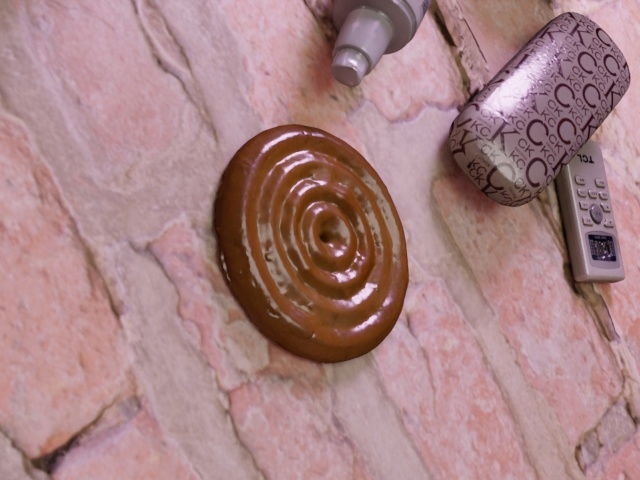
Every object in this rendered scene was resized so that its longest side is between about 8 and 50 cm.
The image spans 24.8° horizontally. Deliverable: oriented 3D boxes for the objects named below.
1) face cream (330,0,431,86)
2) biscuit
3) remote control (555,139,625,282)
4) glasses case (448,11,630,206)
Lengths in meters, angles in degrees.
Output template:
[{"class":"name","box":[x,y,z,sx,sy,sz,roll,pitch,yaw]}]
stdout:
[{"class":"face cream","box":[0.067,-0.263,1.615,0.101,0.101,0.252,44,50,-24]},{"class":"biscuit","box":[0.000,0.000,1.502,0.262,0.037,0.262,17,65,-40]},{"class":"remote control","box":[0.339,-0.040,1.845,0.087,0.029,0.190,5,72,-43]},{"class":"glasses case","box":[0.274,-0.166,1.781,0.137,0.085,0.354,49,48,-3]}]
